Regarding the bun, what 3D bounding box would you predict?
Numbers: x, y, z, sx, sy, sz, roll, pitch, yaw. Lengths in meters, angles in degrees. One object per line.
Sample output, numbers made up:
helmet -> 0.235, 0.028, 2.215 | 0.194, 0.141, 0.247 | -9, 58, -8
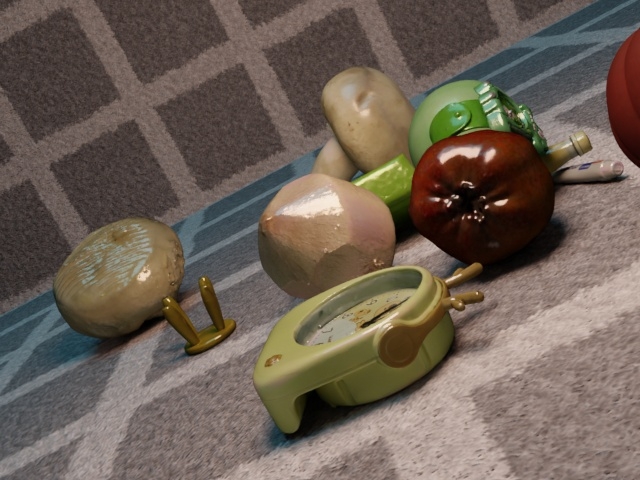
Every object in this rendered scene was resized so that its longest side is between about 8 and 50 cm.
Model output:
bun -> -0.475, 0.105, 1.934 | 0.326, 0.234, 0.362 | -42, 33, -26

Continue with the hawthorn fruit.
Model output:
hawthorn fruit -> 0.243, -0.074, 1.197 | 0.208, 0.208, 0.248 | -23, 6, 22

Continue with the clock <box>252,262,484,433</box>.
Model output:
clock -> 0.071, 0.119, 1.030 | 0.308, 0.096, 0.235 | -24, 12, 16

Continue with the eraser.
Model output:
eraser -> 0.074, -0.050, 1.531 | 0.274, 0.092, 0.210 | -28, -14, 3

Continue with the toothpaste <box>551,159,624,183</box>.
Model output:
toothpaste -> 0.427, -0.111, 1.337 | 0.052, 0.033, 0.218 | -28, 8, -15

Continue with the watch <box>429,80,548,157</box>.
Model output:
watch -> 0.268, -0.158, 1.309 | 0.152, 0.165, 0.131 | -38, 43, 30

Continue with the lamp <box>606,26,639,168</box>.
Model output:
lamp -> 0.493, -0.182, 0.937 | 0.303, 0.257, 0.303 | -8, -18, -3

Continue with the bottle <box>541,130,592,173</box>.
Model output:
bottle -> 0.331, -0.109, 1.366 | 0.269, 0.083, 0.083 | -30, 12, 17

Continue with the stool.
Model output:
stool -> -0.233, 0.143, 1.526 | 0.135, 0.110, 0.134 | -19, 17, 39

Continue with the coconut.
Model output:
coconut -> 0.000, 0.000, 1.307 | 0.224, 0.224, 0.234 | -18, -16, 37

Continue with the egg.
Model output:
egg -> 0.280, -0.194, 1.525 | 0.220, 0.220, 0.269 | -22, 4, 25

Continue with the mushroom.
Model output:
mushroom -> 0.134, -0.244, 1.952 | 0.315, 0.356, 0.315 | -1, 11, 0
